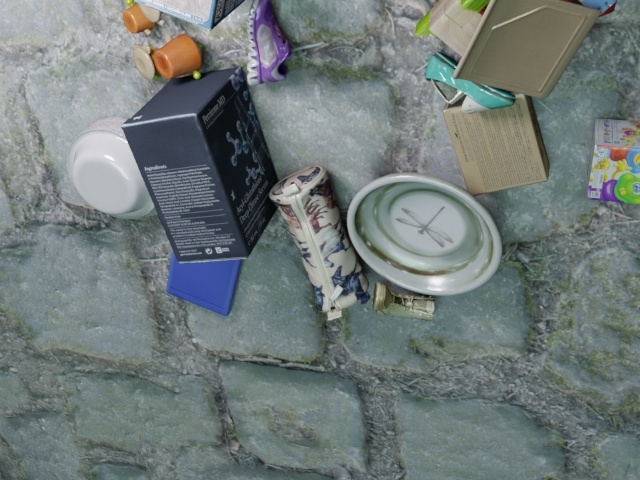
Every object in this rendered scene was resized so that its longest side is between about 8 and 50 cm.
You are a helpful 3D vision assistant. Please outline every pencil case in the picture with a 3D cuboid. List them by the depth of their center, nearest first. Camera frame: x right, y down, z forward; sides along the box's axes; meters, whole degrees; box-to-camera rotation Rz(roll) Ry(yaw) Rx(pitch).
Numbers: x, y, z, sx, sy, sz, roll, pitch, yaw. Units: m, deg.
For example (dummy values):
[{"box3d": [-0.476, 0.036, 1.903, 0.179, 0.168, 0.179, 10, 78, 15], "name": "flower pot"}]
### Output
[{"box3d": [0.000, 0.000, 2.073, 0.159, 0.183, 0.410, -17, 116, 9], "name": "pencil case"}]

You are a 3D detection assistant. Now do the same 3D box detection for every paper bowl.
[{"box3d": [-0.568, -0.186, 2.168, 0.284, 0.148, 0.284, 9, 126, 13], "name": "paper bowl"}]

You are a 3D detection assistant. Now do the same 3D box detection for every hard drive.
[{"box3d": [-0.339, 0.066, 2.324, 0.210, 0.040, 0.319, 21, 127, 5], "name": "hard drive"}]

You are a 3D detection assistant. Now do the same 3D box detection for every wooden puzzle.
[{"box3d": [0.411, -0.400, 1.585, 0.238, 0.044, 0.221, 7, 137, -17], "name": "wooden puzzle"}]

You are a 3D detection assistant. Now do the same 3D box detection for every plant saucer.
[{"box3d": [0.269, -0.032, 1.986, 0.400, 0.101, 0.401, 15, 138, 14], "name": "plant saucer"}]

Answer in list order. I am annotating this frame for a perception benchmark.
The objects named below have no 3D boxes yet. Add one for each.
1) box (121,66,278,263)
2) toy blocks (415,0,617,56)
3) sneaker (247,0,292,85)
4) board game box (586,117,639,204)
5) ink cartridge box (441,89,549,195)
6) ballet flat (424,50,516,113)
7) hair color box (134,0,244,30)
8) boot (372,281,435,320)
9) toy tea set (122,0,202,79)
[{"box3d": [-0.280, -0.188, 1.972, 0.211, 0.293, 0.396, -5, 122, 22], "name": "box"}, {"box3d": [0.419, -0.480, 1.628, 0.261, 0.191, 0.381, 34, 128, -19], "name": "toy blocks"}, {"box3d": [-0.118, -0.475, 1.858, 0.104, 0.095, 0.236, 8, 130, 6], "name": "sneaker"}, {"box3d": [0.739, -0.169, 1.727, 0.275, 0.144, 0.142, 7, 125, 16], "name": "board game box"}, {"box3d": [0.412, -0.236, 1.830, 0.193, 0.088, 0.235, -9, 120, 26], "name": "ink cartridge box"}, {"box3d": [0.325, -0.332, 1.739, 0.247, 0.083, 0.087, 42, 117, 35], "name": "ballet flat"}, {"box3d": [-0.236, -0.575, 1.662, 0.173, 0.347, 0.105, 22, 127, 5], "name": "hair color box"}, {"box3d": [0.228, 0.169, 2.127, 0.165, 0.077, 0.213, 7, 165, 12], "name": "boot"}, {"box3d": [-0.389, -0.546, 1.908, 0.200, 0.124, 0.336, 25, 138, 39], "name": "toy tea set"}]
